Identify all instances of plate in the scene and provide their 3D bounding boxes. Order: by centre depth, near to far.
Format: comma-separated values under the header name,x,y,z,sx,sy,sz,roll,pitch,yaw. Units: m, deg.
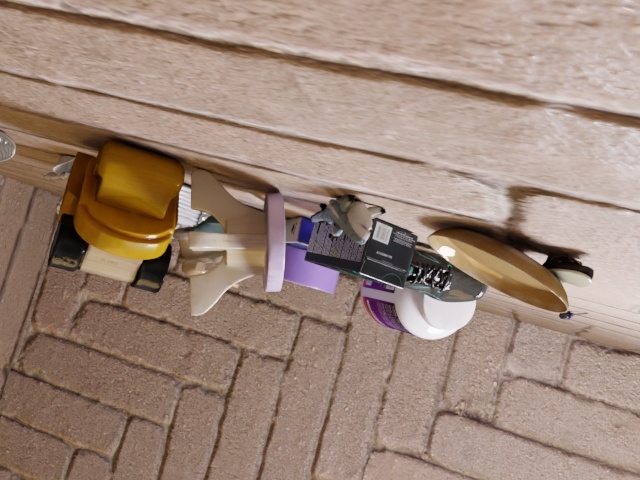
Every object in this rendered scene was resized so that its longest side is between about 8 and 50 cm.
name,x,y,z,sx,sy,sz,roll,pitch,yaw
plate,-0.201,-0.046,1.679,0.188,0.024,0.188,-6,-165,2

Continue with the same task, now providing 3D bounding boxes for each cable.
name,x,y,z,sx,sy,sz,roll,pitch,yaw
cable,-0.386,-0.099,1.627,0.257,0.089,0.257,17,175,-14

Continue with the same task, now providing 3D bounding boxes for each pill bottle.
name,x,y,z,sx,sy,sz,roll,pitch,yaw
pill bottle,0.225,0.128,1.676,0.181,0.182,0.323,17,176,-17

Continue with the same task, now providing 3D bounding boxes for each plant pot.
name,x,y,z,sx,sy,sz,roll,pitch,yaw
plant pot,0.275,0.040,1.116,0.236,0.032,0.236,30,173,4

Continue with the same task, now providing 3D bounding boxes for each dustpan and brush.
name,x,y,z,sx,sy,sz,roll,pitch,yaw
dustpan and brush,-0.606,-0.165,1.768,0.211,0.060,0.147,12,174,37

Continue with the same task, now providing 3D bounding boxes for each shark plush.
name,x,y,z,sx,sy,sz,roll,pitch,yaw
shark plush,0.025,-0.034,1.138,0.161,0.067,0.073,11,174,45

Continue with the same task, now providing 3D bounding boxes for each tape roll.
name,x,y,z,sx,sy,sz,roll,pitch,yaw
tape roll,-0.048,0.065,1.736,0.189,0.080,0.189,16,175,1

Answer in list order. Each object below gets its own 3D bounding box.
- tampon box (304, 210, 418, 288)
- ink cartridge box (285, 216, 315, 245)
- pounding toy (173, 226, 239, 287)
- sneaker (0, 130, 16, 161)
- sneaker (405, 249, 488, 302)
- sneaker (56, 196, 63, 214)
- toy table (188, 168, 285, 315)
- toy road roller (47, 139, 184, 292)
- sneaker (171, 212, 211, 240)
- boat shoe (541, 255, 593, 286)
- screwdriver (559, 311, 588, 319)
name,x,y,z,sx,sy,sz,roll,pitch,yaw
tampon box,0.073,0.015,1.334,0.120,0.102,0.161,20,175,-38
ink cartridge box,0.000,0.000,1.659,0.165,0.065,0.332,17,177,-15
pounding toy,-0.258,0.033,1.755,0.154,0.155,0.269,0,-164,36
sneaker,-0.777,-0.232,1.588,0.222,0.083,0.118,10,-164,-18
sneaker,0.200,0.069,1.443,0.267,0.101,0.106,15,-168,9
sneaker,-0.527,-0.032,1.850,0.147,0.130,0.330,36,180,18
toy table,-0.149,0.005,1.279,0.160,0.252,0.274,1,166,-8
toy road roller,-0.340,-0.085,1.295,0.202,0.241,0.330,17,-148,-22
sneaker,-0.321,-0.040,2.002,0.322,0.130,0.236,13,-176,-6
boat shoe,0.362,0.042,1.067,0.049,0.042,0.133,33,175,-5
screwdriver,0.695,0.205,1.983,0.025,0.024,0.170,46,171,-2
